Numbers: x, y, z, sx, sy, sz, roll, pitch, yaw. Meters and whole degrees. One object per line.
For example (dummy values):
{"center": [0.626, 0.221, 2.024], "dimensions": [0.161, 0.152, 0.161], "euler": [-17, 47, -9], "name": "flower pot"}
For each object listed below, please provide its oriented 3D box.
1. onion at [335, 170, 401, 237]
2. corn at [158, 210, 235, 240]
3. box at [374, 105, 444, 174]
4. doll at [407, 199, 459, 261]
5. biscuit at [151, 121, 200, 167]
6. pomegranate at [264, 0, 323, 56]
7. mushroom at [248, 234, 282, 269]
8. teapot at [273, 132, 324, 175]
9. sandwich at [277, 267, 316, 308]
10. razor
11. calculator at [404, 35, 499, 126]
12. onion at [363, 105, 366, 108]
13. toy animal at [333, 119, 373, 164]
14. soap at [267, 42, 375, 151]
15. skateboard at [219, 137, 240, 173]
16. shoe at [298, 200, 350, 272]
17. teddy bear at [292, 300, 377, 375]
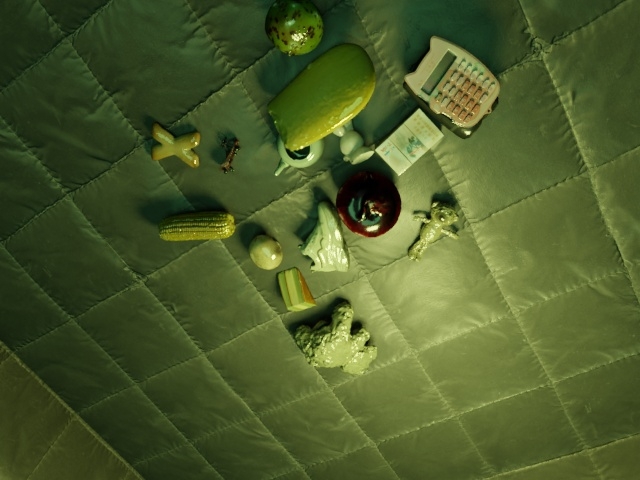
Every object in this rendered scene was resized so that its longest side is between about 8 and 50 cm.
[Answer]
{"center": [0.197, -0.143, 1.813], "dimensions": [0.272, 0.285, 0.273], "euler": [0, 94, 0], "name": "onion"}
{"center": [-0.551, -0.063, 2.008], "dimensions": [0.344, 0.131, 0.131], "euler": [-3, 115, 9], "name": "corn"}
{"center": [0.345, -0.392, 1.784], "dimensions": [0.149, 0.067, 0.233], "euler": [43, 113, -13], "name": "box"}
{"center": [0.464, -0.040, 1.938], "dimensions": [0.285, 0.091, 0.203], "euler": [-31, 97, 30], "name": "doll"}
{"center": [-0.611, -0.397, 1.903], "dimensions": [0.207, 0.047, 0.165], "euler": [11, 115, 1], "name": "biscuit"}
{"center": [-0.088, -0.778, 1.587], "dimensions": [0.210, 0.211, 0.263], "euler": [9, 91, 2], "name": "pomegranate"}
{"center": [-0.245, 0.051, 2.035], "dimensions": [0.166, 0.127, 0.166], "euler": [15, 123, 25], "name": "mushroom"}
{"center": [-0.081, -0.384, 1.802], "dimensions": [0.193, 0.129, 0.294], "euler": [39, 114, -13], "name": "teapot"}
{"center": [-0.112, 0.236, 2.167], "dimensions": [0.117, 0.144, 0.188], "euler": [-19, 76, 15], "name": "sandwich"}
{"center": [0.478, -0.546, 1.669], "dimensions": [0.349, 0.113, 0.204], "euler": [38, 110, -8], "name": "razor"}
{"center": [0.469, -0.544, 1.589], "dimensions": [0.329, 0.048, 0.220], "euler": [33, 106, -10], "name": "calculator"}
{"center": [0.130, -0.543, 1.725], "dimensions": [0.107, 0.097, 0.107], "euler": [2, 152, 1], "name": "onion"}
{"center": [0.107, -0.409, 1.796], "dimensions": [0.103, 0.131, 0.221], "euler": [-31, 84, -9], "name": "toy animal"}
{"center": [0.010, -0.533, 1.669], "dimensions": [0.427, 0.306, 0.115], "euler": [-30, 152, 23], "name": "soap"}
{"center": [-0.388, -0.359, 1.894], "dimensions": [0.080, 0.067, 0.152], "euler": [28, 110, 4], "name": "skateboard"}
{"center": [0.000, 0.000, 1.974], "dimensions": [0.210, 0.132, 0.342], "euler": [-11, 117, 9], "name": "shoe"}
{"center": [0.097, 0.518, 2.201], "dimensions": [0.357, 0.225, 0.367], "euler": [-35, 122, 18], "name": "teddy bear"}
